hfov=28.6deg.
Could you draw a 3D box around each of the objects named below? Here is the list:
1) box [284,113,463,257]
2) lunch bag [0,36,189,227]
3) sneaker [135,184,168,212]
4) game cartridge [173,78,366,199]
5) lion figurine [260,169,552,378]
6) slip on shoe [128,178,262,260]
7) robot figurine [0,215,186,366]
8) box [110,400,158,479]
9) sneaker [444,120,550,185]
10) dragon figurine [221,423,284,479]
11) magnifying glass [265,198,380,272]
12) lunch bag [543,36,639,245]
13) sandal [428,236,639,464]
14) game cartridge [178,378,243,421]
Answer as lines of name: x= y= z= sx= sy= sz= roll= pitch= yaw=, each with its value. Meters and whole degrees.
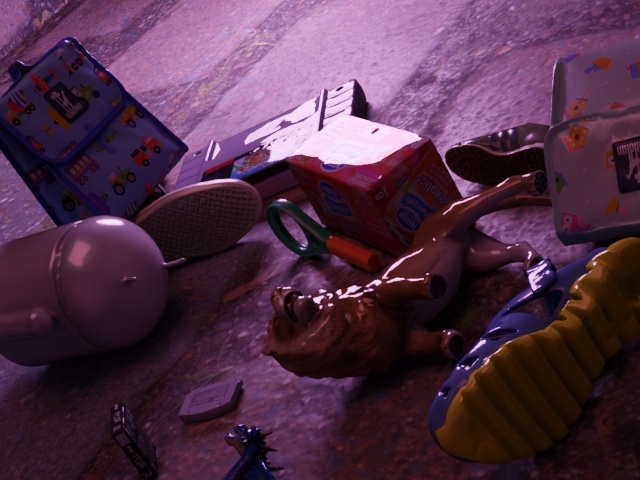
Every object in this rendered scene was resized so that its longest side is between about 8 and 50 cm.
box: x=0.074 y=-0.079 z=1.767 sx=0.122 sy=0.128 sz=0.257 roll=-38 pitch=27 yaw=-14
lunch bag: x=-0.396 y=-0.172 z=2.018 sx=0.138 sy=0.293 sz=0.221 roll=-19 pitch=28 yaw=47
sneaker: x=-0.341 y=-0.130 z=2.299 sx=0.146 sy=0.134 sz=0.343 roll=-20 pitch=31 yaw=-17
game cartridge: x=-0.092 y=-0.146 z=2.144 sx=0.355 sy=0.068 sz=0.230 roll=-23 pitch=23 yaw=17
lion figurine: x=0.123 y=0.044 z=1.526 sx=0.392 sy=0.142 sz=0.240 roll=-32 pitch=14 yaw=-34
slip on shoe: x=-0.235 y=-0.025 z=2.024 sx=0.331 sy=0.123 sz=0.101 roll=-23 pitch=23 yaw=28
robot figurine: x=-0.373 y=0.077 z=1.885 sx=0.353 sy=0.200 sz=0.300 roll=-14 pitch=18 yaw=31
box: x=-0.232 y=0.250 z=1.564 sx=0.018 sy=0.083 sz=0.067 roll=-29 pitch=27 yaw=3
sneaker: x=0.268 y=-0.124 z=1.720 sx=0.192 sy=0.064 sz=0.086 roll=2 pitch=34 yaw=48
dragon figurine: x=-0.065 y=0.288 z=1.316 sx=0.144 sy=0.085 sz=0.289 roll=-38 pitch=25 yaw=-12
magnifying glass: x=0.000 y=0.000 z=1.771 sx=0.026 sy=0.092 sz=0.231 roll=-40 pitch=38 yaw=-24
lunch bag: x=0.386 y=-0.115 z=1.467 sx=0.223 sy=0.160 sz=0.262 roll=-11 pitch=44 yaw=30
sandal: x=0.219 y=0.113 z=1.297 sx=0.317 sy=0.126 sz=0.138 roll=-37 pitch=22 yaw=-29
game cartridge: x=-0.142 y=0.208 z=1.620 sx=0.083 sy=0.017 sz=0.056 roll=-18 pitch=26 yaw=26
